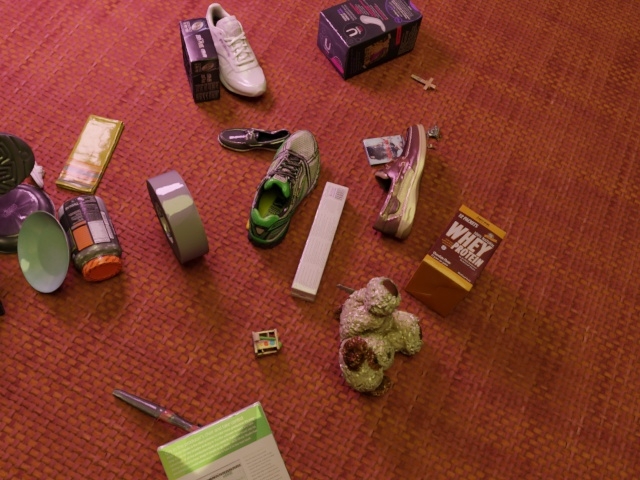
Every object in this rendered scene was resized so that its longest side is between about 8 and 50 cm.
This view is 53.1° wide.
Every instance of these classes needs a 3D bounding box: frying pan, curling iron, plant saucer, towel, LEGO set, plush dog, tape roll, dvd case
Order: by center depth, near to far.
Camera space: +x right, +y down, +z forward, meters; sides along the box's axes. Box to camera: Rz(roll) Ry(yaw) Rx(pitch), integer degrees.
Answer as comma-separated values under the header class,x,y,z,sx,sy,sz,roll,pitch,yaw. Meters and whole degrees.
class,x,y,z,sx,sy,sz,roll,pitch,yaw
curling iron,-0.343,0.394,1.423,0.274,0.068,0.035,20,65,8
plush dog,0.104,0.238,1.485,0.211,0.262,0.225,-7,49,26
plant saucer,-0.645,0.026,1.520,0.195,0.195,0.037,52,28,17
tape roll,-0.345,-0.057,1.547,0.072,0.219,0.219,-24,70,-18
frying pan,-0.800,-0.113,1.615,0.197,0.053,0.326,-27,74,-19
towel,-0.612,-0.234,1.708,0.102,0.021,0.237,15,63,-1
dvd case,0.188,-0.257,1.827,0.120,0.013,0.087,-8,66,-13
LEGO set,0.328,-0.306,1.862,0.054,0.023,0.083,0,64,-7

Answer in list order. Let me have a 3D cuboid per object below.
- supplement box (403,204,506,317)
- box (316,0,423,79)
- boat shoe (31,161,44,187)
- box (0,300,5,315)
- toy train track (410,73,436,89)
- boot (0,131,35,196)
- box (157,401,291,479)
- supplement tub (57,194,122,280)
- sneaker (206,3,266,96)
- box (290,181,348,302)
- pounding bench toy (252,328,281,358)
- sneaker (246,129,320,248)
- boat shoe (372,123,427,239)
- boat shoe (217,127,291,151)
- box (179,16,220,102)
class,x,y,z,sx,sy,sz,roll,pitch,yaw
supplement box,0.332,0.054,1.595,0.129,0.191,0.194,35,64,9
box,0.145,-0.631,1.929,0.270,0.143,0.165,-27,69,-18
boat shoe,-0.735,-0.179,1.660,0.035,0.035,0.100,-31,65,-17
box,-0.841,0.064,1.455,0.142,0.163,0.247,-23,69,-22
toy train track,0.313,-0.482,1.953,0.083,0.014,0.048,32,72,14
boot,-0.927,-0.190,1.504,0.367,0.146,0.445,-30,35,-32
box,-0.173,0.532,1.335,0.232,0.058,0.322,-21,84,-17
supplement tub,-0.554,-0.004,1.552,0.117,0.117,0.190,-20,69,-16
sneaker,-0.253,-0.542,1.832,0.114,0.152,0.305,-28,72,-21
box,0.000,0.000,1.650,0.067,0.063,0.324,16,63,2
pounding bench toy,-0.125,0.238,1.508,0.065,0.083,0.052,-7,65,-10
sneaker,-0.084,-0.148,1.659,0.134,0.146,0.343,20,66,0
boat shoe,0.208,-0.171,1.732,0.123,0.123,0.342,12,72,1
boat shoe,-0.179,-0.289,1.766,0.206,0.065,0.075,4,63,-6
box,-0.334,-0.500,1.783,0.078,0.180,0.147,-13,66,-13
